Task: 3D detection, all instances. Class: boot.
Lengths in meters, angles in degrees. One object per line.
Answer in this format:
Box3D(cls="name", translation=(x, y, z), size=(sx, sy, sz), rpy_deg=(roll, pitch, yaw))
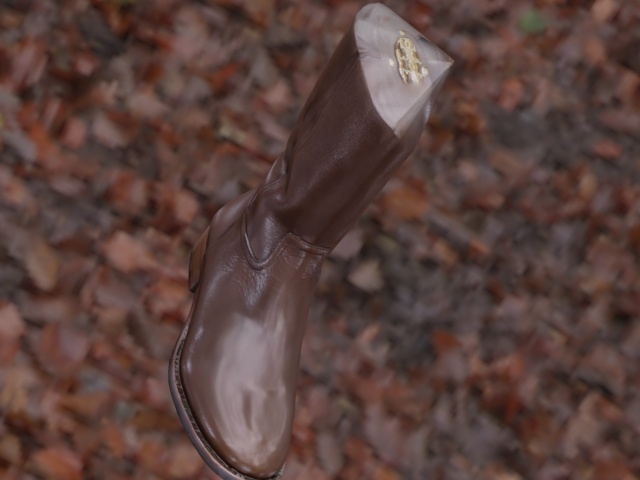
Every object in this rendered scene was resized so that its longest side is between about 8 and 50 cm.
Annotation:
Box3D(cls="boot", translation=(0.000, 0.000, 0.505), size=(0.037, 0.114, 0.106), rpy_deg=(19, 41, -28))
